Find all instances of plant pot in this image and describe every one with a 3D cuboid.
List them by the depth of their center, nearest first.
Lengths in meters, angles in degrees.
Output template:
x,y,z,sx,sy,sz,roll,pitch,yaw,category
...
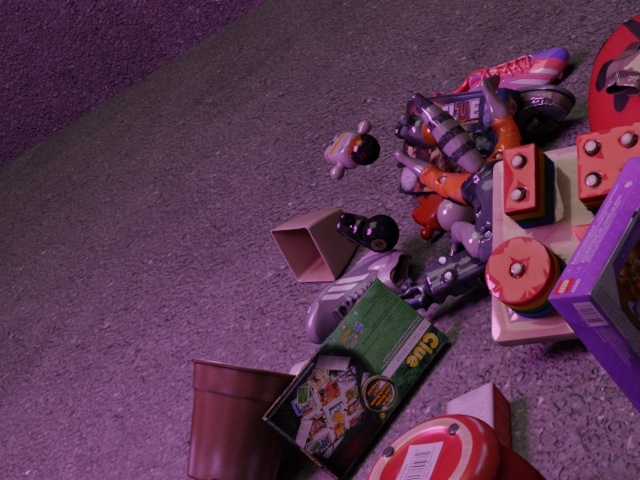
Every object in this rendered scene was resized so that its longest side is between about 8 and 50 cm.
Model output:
x,y,z,sx,sy,sz,roll,pitch,yaw,category
0.154,0.294,1.357,0.191,0.174,0.191,-30,27,17,plant pot
-0.113,0.258,1.780,0.167,0.167,0.165,1,79,56,plant pot
0.000,0.000,2.194,0.096,0.109,0.109,-39,20,-32,plant pot

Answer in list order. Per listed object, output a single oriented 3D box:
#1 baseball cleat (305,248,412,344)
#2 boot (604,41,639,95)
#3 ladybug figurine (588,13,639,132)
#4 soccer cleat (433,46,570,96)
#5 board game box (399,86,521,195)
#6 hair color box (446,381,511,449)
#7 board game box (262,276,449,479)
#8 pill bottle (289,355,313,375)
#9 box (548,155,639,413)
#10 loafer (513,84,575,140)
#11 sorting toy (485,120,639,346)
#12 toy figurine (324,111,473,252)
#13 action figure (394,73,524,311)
x,y,z,sx,sy,sz,roll,pitch,yaw,category
0.062,0.083,1.987,0.206,0.072,0.109,-50,25,-21,baseball cleat
0.426,-0.227,1.655,0.118,0.042,0.087,-9,45,52,boot
0.505,-0.209,1.752,0.305,0.162,0.449,-38,23,4,ladybug figurine
0.316,-0.276,2.226,0.248,0.095,0.083,-31,25,19,soccer cleat
0.226,-0.160,2.102,0.243,0.042,0.165,0,83,55,board game box
0.192,0.242,1.551,0.072,0.043,0.141,-28,25,23,hair color box
0.051,0.188,1.743,0.259,0.136,0.030,-49,-2,-23,board game box
0.025,0.196,1.832,0.137,0.078,0.078,-18,31,40,pill bottle
0.365,0.084,1.269,0.057,0.293,0.201,-11,35,52,box
0.314,-0.184,2.101,0.267,0.096,0.084,-14,53,56,loafer
0.321,-0.014,1.578,0.257,0.089,0.255,-10,64,31,sorting toy
0.123,-0.093,2.002,0.213,0.209,0.148,-12,8,-19,toy figurine
0.206,-0.038,1.796,0.341,0.178,0.330,-33,57,7,action figure
